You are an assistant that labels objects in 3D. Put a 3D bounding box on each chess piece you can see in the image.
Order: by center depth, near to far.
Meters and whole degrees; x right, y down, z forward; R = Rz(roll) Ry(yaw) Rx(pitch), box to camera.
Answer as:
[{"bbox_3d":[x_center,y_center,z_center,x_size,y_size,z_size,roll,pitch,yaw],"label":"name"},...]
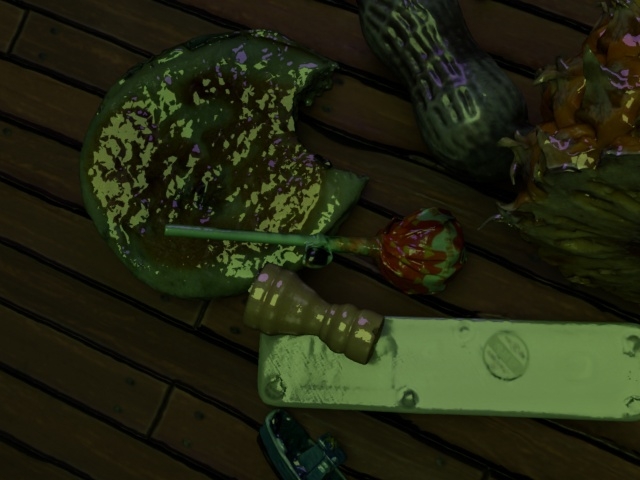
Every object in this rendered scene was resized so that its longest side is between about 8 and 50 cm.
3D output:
[{"bbox_3d":[-0.004,0.069,0.829,0.122,0.066,0.066,19,86,11],"label":"chess piece"}]

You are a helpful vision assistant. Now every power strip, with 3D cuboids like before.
[{"bbox_3d":[0.133,0.119,0.854,0.385,0.062,0.091,0,82,11],"label":"power strip"}]

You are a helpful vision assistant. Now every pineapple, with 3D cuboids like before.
[{"bbox_3d":[0.269,-0.114,0.787,0.209,0.344,0.286,8,67,29],"label":"pineapple"}]

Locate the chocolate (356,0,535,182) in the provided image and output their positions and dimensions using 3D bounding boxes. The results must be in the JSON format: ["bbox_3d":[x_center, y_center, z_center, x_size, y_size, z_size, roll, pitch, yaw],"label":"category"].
[{"bbox_3d":[0.119,-0.162,0.876,0.110,0.110,0.248,-30,75,5],"label":"chocolate"}]

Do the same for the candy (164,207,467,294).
[{"bbox_3d":[0.000,-0.001,0.839,0.287,0.078,0.084,6,115,-13],"label":"candy"}]

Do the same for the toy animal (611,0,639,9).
[{"bbox_3d":[0.310,-0.210,0.870,0.083,0.070,0.159,20,91,11],"label":"toy animal"}]

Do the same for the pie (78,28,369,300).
[{"bbox_3d":[-0.104,-0.079,0.924,0.302,0.067,0.303,-2,81,10],"label":"pie"}]

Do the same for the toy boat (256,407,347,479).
[{"bbox_3d":[-0.004,0.218,0.865,0.061,0.060,0.137,-45,72,23],"label":"toy boat"}]
